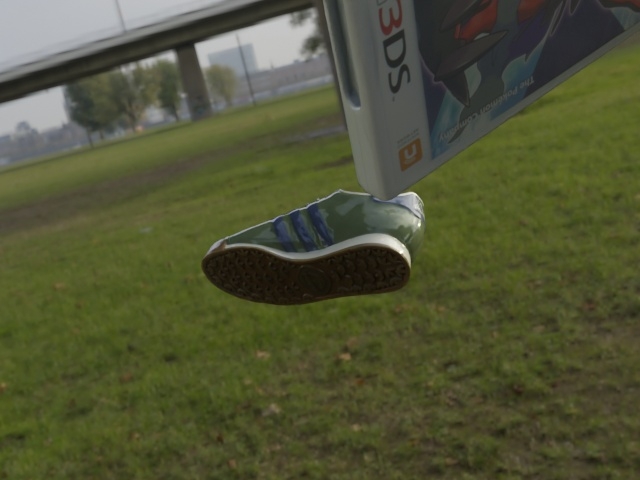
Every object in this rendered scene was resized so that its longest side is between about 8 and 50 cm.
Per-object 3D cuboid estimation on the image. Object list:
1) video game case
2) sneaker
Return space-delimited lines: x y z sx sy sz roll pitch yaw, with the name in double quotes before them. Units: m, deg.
"video game case" 0.083 -0.134 0.362 0.201 0.183 0.023 -35 47 -20
"sneaker" 0.000 0.000 0.750 0.192 0.064 0.086 -5 38 34
